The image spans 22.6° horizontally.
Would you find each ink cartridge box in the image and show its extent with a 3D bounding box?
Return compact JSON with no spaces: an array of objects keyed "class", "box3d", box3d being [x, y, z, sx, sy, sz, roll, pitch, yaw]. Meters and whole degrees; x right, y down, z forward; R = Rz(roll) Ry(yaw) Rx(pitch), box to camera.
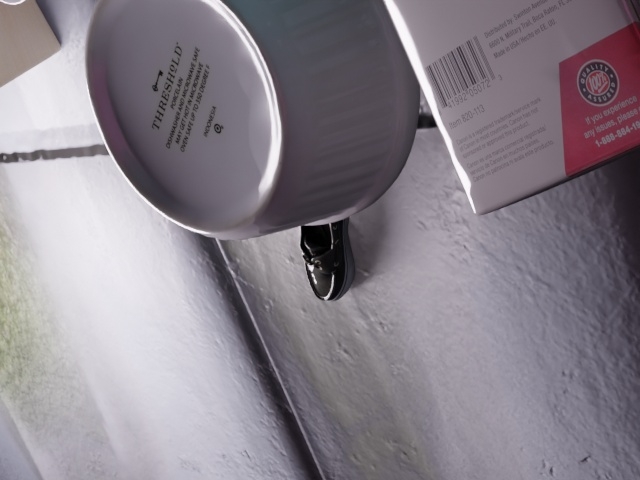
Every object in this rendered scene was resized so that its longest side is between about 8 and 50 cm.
[{"class":"ink cartridge box","box3d":[0.135,-0.183,0.980,0.207,0.117,0.283,-26,86,57]}]

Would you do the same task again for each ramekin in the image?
[{"class":"ramekin","box3d":[-0.065,-0.124,1.240,0.272,0.127,0.273,20,124,34]}]

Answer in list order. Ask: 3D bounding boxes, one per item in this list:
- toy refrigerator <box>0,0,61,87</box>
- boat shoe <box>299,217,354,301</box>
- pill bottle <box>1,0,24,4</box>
[{"class":"toy refrigerator","box3d":[-0.361,-0.261,1.461,0.094,0.102,0.270,-13,112,47]},{"class":"boat shoe","box3d":[0.000,0.000,1.377,0.049,0.040,0.142,25,134,27]},{"class":"pill bottle","box3d":[-0.199,-0.250,1.271,0.087,0.160,0.087,25,134,28]}]
